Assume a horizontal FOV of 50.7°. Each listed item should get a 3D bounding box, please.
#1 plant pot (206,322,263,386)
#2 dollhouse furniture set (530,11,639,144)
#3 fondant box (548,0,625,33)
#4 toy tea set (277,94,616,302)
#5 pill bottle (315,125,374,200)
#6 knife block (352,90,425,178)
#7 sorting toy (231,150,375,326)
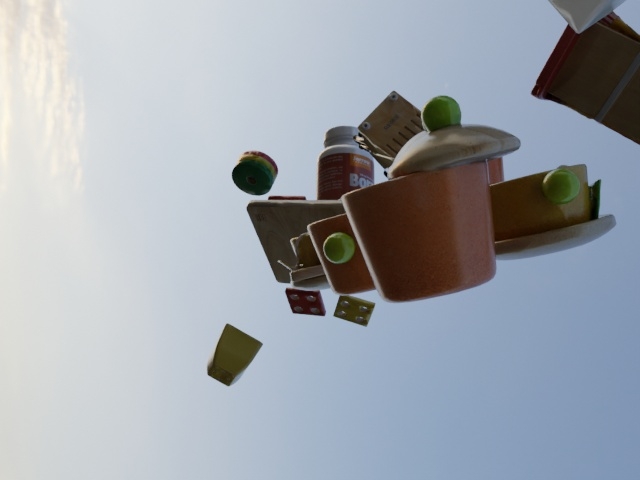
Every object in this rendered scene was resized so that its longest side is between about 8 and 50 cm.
[{"bbox_3d":[-0.171,0.224,1.272,0.081,0.083,0.081,30,-45,-4],"label":"plant pot"},{"bbox_3d":[0.417,-0.269,0.709,0.201,0.152,0.374,37,-60,20],"label":"dollhouse furniture set"},{"bbox_3d":[0.189,-0.372,0.561,0.330,0.096,0.238,50,-8,6],"label":"fondant box"},{"bbox_3d":[0.071,-0.040,0.463,0.336,0.200,0.124,164,-87,-81],"label":"toy tea set"},{"bbox_3d":[0.050,-0.118,1.378,0.121,0.121,0.216,-27,-123,52],"label":"pill bottle"},{"bbox_3d":[0.165,-0.132,1.146,0.088,0.242,0.275,-46,-118,1],"label":"knife block"},{"bbox_3d":[0.000,0.000,0.796,0.132,0.046,0.274,1,-44,20],"label":"sorting toy"}]
